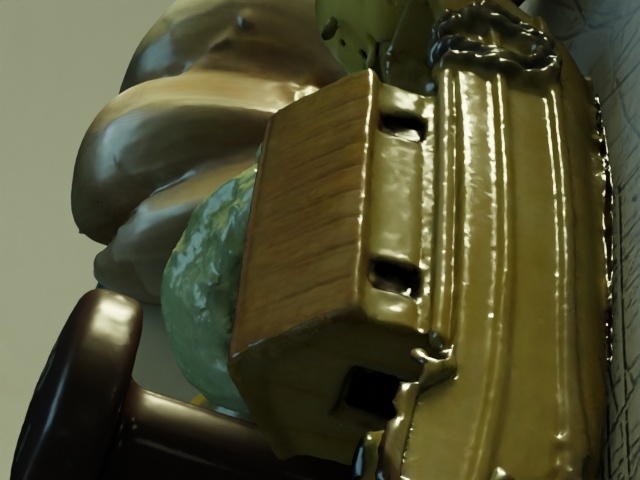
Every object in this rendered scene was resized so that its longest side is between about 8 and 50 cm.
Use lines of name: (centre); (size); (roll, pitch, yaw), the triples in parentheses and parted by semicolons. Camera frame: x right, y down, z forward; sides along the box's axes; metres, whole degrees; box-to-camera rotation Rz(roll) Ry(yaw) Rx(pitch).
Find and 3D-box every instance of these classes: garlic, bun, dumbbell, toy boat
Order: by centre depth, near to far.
toy boat: (0.043, 0.010, 0.851); (0.445, 0.162, 0.136); (-80, 7, -53)
dumbbell: (-0.039, 0.119, 0.934); (0.124, 0.225, 0.140); (-88, 20, -63)
bun: (0.000, 0.000, 1.055); (0.212, 0.126, 0.204); (-37, 19, -9)
garlic: (-0.063, -0.087, 1.444); (0.132, 0.325, 0.279); (56, -139, -47)

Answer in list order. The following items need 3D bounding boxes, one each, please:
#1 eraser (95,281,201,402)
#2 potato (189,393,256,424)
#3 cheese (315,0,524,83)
eraser: (-0.114, 0.169, 1.485); (0.331, 0.150, 0.331); (-178, 90, -81)
potato: (-0.026, 0.153, 1.167); (0.154, 0.137, 0.200); (-9, -58, -64)
cheese: (0.083, -0.234, 1.120); (0.259, 0.128, 0.316); (52, -122, -71)
